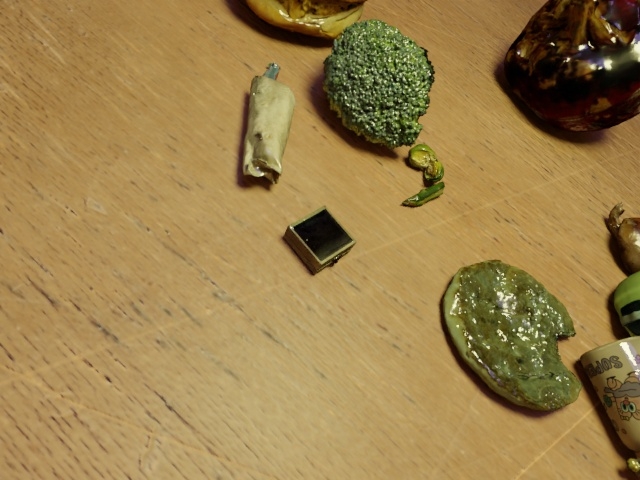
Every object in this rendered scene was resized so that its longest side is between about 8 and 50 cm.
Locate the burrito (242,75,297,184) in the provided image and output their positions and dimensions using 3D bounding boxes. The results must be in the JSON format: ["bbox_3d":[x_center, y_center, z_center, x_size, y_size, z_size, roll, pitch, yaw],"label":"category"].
[{"bbox_3d":[-0.087,-0.183,0.772,0.087,0.060,0.226,12,54,-13],"label":"burrito"}]

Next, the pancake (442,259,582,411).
[{"bbox_3d":[0.303,0.139,0.729,0.253,0.037,0.253,10,54,-15],"label":"pancake"}]

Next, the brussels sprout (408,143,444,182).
[{"bbox_3d":[0.200,-0.142,0.867,0.051,0.046,0.083,-19,68,-36],"label":"brussels sprout"}]

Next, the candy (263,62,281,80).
[{"bbox_3d":[-0.097,-0.310,0.876,0.030,0.020,0.083,23,55,-6],"label":"candy"}]

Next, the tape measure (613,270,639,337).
[{"bbox_3d":[0.607,0.133,0.808,0.200,0.106,0.175,-33,78,-36],"label":"tape measure"}]

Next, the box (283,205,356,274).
[{"bbox_3d":[0.000,0.000,0.702,0.079,0.035,0.083,-32,73,-34],"label":"box"}]

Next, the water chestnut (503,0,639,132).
[{"bbox_3d":[0.583,-0.423,1.032,0.347,0.335,0.335,17,47,-50],"label":"water chestnut"}]

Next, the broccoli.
[{"bbox_3d":[0.109,-0.285,0.851,0.226,0.198,0.176,48,13,-21],"label":"broccoli"}]

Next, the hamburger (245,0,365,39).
[{"bbox_3d":[-0.036,-0.562,0.971,0.290,0.170,0.314,11,54,-18],"label":"hamburger"}]

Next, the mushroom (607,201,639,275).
[{"bbox_3d":[0.642,-0.001,0.927,0.135,0.080,0.170,-9,65,-37],"label":"mushroom"}]

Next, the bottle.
[{"bbox_3d":[0.474,0.257,0.682,0.110,0.097,0.209,-8,62,-12],"label":"bottle"}]

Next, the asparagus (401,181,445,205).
[{"bbox_3d":[0.189,-0.081,0.836,0.108,0.025,0.021,-25,50,-29],"label":"asparagus"}]
